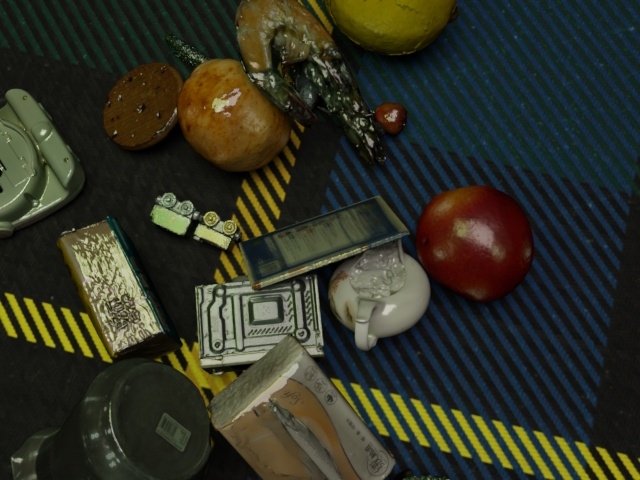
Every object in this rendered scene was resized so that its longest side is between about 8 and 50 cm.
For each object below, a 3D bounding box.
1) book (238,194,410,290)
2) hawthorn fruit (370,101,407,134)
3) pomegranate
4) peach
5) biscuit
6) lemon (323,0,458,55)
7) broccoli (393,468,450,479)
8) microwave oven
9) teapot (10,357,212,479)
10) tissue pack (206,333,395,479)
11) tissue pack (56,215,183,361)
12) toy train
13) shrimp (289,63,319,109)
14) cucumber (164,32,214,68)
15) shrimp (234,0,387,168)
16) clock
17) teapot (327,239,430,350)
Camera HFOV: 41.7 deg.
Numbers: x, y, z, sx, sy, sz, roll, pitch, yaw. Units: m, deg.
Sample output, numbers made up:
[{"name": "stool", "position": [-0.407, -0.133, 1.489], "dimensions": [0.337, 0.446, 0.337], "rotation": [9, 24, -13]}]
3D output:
[{"name": "book", "position": [0.000, 0.000, 1.690], "dimensions": [0.322, 0.228, 0.018], "rotation": [-18, 114, -4]}, {"name": "hawthorn fruit", "position": [0.152, -0.266, 1.827], "dimensions": [0.077, 0.077, 0.077], "rotation": [0, 74, 1]}, {"name": "pomegranate", "position": [-0.176, -0.264, 1.748], "dimensions": [0.248, 0.248, 0.248], "rotation": [0, 74, 1]}, {"name": "peach", "position": [0.308, 0.008, 1.672], "dimensions": [0.243, 0.199, 0.244], "rotation": [2, 74, -8]}, {"name": "biscuit", "position": [-0.382, -0.293, 1.828], "dimensions": [0.212, 0.036, 0.212], "rotation": [-8, 70, 22]}, {"name": "lemon", "position": [0.148, -0.542, 1.796], "dimensions": [0.297, 0.297, 0.297], "rotation": [0, 74, 1]}, {"name": "broccoli", "position": [0.201, 0.557, 1.543], "dimensions": [0.247, 0.263, 0.243], "rotation": [38, 100, 43]}, {"name": "microwave oven", "position": [-0.117, 0.160, 1.669], "dimensions": [0.240, 0.145, 0.194], "rotation": [-6, 77, 0]}, {"name": "teapot", "position": [-0.357, 0.380, 1.505], "dimensions": [0.300, 0.344, 0.253], "rotation": [27, 47, -35]}, {"name": "tissue pack", "position": [-0.020, 0.364, 1.506], "dimensions": [0.238, 0.238, 0.306], "rotation": [-40, 109, -10]}, {"name": "tissue pack", "position": [-0.397, 0.108, 1.662], "dimensions": [0.134, 0.192, 0.271], "rotation": [-26, 74, -8]}, {"name": "toy train", "position": [-0.264, -0.034, 1.771], "dimensions": [0.202, 0.060, 0.081], "rotation": [24, 83, 8]}, {"name": "shrimp", "position": [-0.019, -0.385, 1.863], "dimensions": [0.090, 0.079, 0.233], "rotation": [19, 69, -31]}, {"name": "cucumber", "position": [-0.247, -0.388, 1.880], "dimensions": [0.256, 0.043, 0.044], "rotation": [34, 97, 9]}, {"name": "shrimp", "position": [-0.015, -0.319, 1.726], "dimensions": [0.445, 0.085, 0.272], "rotation": [52, 44, -10]}, {"name": "clock", "position": [-0.689, -0.142, 1.783], "dimensions": [0.324, 0.108, 0.265], "rotation": [-36, 77, -8]}, {"name": "teapot", "position": [0.114, 0.101, 1.656], "dimensions": [0.204, 0.139, 0.298], "rotation": [5, 46, 8]}]
